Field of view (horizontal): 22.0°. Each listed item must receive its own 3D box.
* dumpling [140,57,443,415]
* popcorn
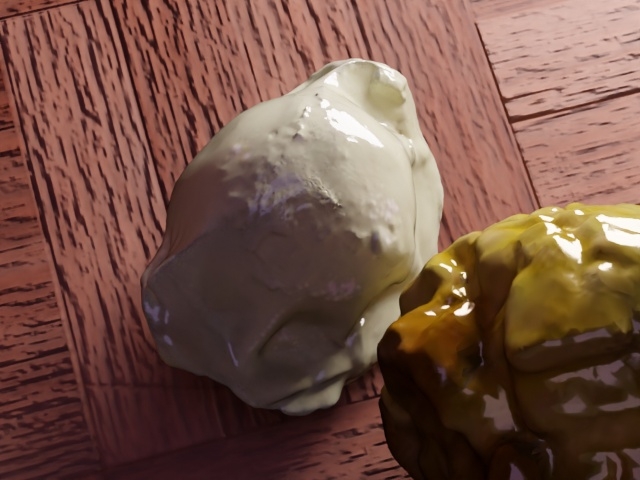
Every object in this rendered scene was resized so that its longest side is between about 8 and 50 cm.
[{"bbox_3d":[0.000,0.000,1.063,0.193,0.147,0.258,42,64,-21],"label":"dumpling"},{"bbox_3d":[0.192,0.111,0.986,0.332,0.225,0.265,11,58,-21],"label":"popcorn"}]
